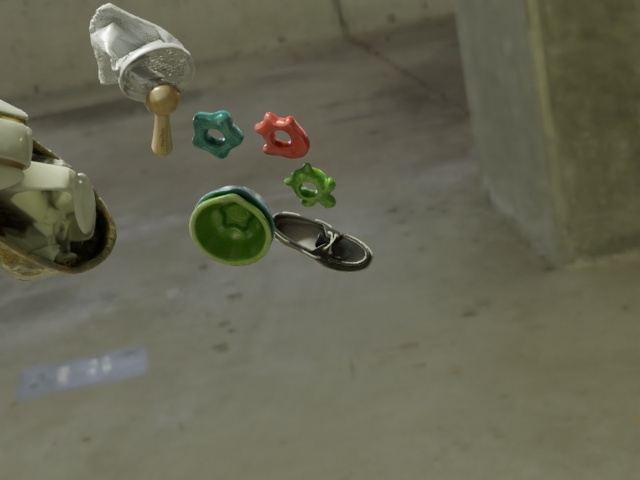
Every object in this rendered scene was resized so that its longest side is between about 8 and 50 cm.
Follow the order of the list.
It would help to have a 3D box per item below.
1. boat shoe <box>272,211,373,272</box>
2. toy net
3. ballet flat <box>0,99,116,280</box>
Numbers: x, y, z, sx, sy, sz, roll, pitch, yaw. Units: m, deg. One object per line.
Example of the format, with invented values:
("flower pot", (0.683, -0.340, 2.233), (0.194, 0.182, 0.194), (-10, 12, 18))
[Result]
("boat shoe", (0.000, 0.000, 1.569), (0.125, 0.046, 0.038), (25, -14, 17))
("toy net", (-0.092, -0.087, 1.063), (0.122, 0.232, 0.045), (-23, 28, 30))
("ballet flat", (-0.257, -0.055, 1.076), (0.123, 0.123, 0.348), (-7, -22, 14))
